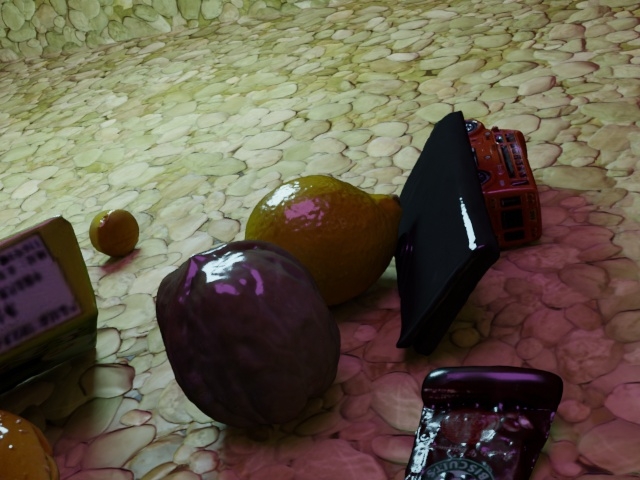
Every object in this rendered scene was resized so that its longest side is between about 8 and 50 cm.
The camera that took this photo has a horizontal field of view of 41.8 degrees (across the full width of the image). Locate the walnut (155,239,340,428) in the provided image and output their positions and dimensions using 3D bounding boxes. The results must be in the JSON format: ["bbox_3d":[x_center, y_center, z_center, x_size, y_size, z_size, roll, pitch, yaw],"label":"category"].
[{"bbox_3d":[-0.083,0.102,0.961,0.224,0.224,0.224,-12,29,7],"label":"walnut"}]

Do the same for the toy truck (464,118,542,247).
[{"bbox_3d":[0.259,-0.092,1.248,0.114,0.107,0.252,-9,31,10],"label":"toy truck"}]

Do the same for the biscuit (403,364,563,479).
[{"bbox_3d":[0.141,0.217,0.810,0.151,0.063,0.235,1,35,27],"label":"biscuit"}]

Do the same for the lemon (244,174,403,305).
[{"bbox_3d":[0.000,0.000,1.137,0.244,0.186,0.187,-19,29,-11],"label":"lemon"}]

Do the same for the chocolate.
[{"bbox_3d":[-0.428,0.119,1.059,0.301,0.137,0.289,-29,-7,-21],"label":"chocolate"}]

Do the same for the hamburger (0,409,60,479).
[{"bbox_3d":[-0.396,0.298,0.821,0.314,0.170,0.290,-15,35,-3],"label":"hamburger"}]

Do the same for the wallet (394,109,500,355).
[{"bbox_3d":[0.152,-0.021,1.107,0.051,0.197,0.377,22,32,-11],"label":"wallet"}]

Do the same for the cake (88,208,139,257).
[{"bbox_3d":[-0.351,-0.013,1.427,0.044,0.084,0.084,11,38,41],"label":"cake"}]
